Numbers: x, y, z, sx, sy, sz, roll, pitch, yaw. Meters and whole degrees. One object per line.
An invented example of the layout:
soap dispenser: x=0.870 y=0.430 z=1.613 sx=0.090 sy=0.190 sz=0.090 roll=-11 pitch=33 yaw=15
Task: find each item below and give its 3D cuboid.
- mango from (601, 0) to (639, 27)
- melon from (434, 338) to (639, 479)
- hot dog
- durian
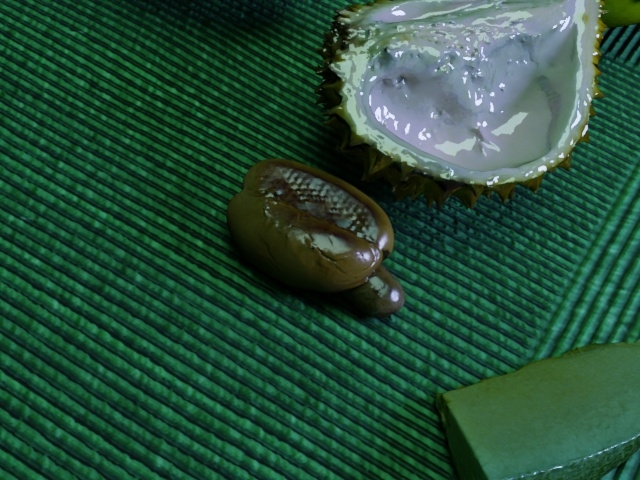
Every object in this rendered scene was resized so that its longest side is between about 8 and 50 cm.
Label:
mango: x=0.240 y=-0.304 z=1.039 sx=0.273 sy=0.149 sz=0.185 roll=33 pitch=92 yaw=25
melon: x=0.170 y=0.106 z=0.731 sx=0.262 sy=0.053 sz=0.114 roll=-22 pitch=38 yaw=-35
hot dog: x=0.001 y=-0.001 z=0.768 sx=0.140 sy=0.060 sz=0.090 roll=21 pitch=49 yaw=14
durian: x=0.100 y=-0.110 z=0.845 sx=0.250 sy=0.138 sz=0.183 roll=-19 pitch=89 yaw=-25
